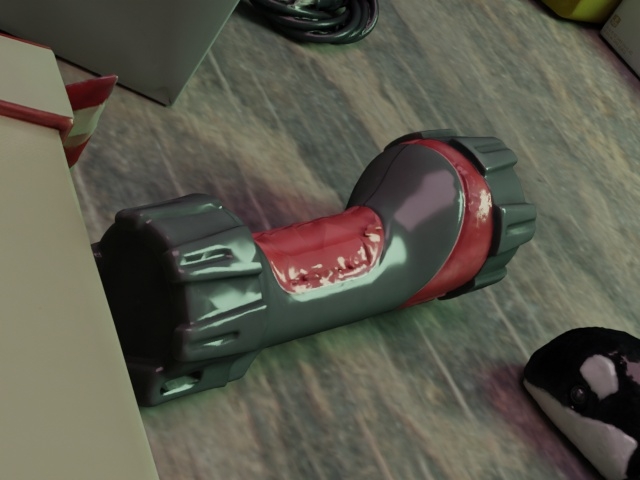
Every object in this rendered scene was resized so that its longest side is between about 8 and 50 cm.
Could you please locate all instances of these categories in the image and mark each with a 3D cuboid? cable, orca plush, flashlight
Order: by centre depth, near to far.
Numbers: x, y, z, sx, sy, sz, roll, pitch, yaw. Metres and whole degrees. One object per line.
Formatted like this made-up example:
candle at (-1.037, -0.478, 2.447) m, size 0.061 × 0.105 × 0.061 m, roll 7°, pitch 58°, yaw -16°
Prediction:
flashlight at (0.000, 0.000, 0.972) m, size 0.304 × 0.103 × 0.103 m, roll -11°, pitch 53°, yaw -52°
orca plush at (0.254, 0.135, 1.028) m, size 0.287 × 0.102 × 0.151 m, roll 48°, pitch 33°, yaw 21°
cable at (-0.025, -0.215, 1.310) m, size 0.150 × 0.047 × 0.184 m, roll 22°, pitch 32°, yaw -21°

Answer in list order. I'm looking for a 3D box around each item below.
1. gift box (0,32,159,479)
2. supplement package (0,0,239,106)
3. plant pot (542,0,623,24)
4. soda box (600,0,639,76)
gift box at (-0.196, 0.036, 0.570) m, size 0.255 × 0.276 × 0.258 m, roll 18°, pitch 32°, yaw -35°
supplement package at (-0.113, -0.251, 1.060) m, size 0.204 × 0.262 × 0.145 m, roll 24°, pitch 32°, yaw -20°
plant pot at (0.245, -0.312, 1.574) m, size 0.212 × 0.212 × 0.187 m, roll 44°, pitch 42°, yaw 16°
soda box at (0.337, -0.133, 1.521) m, size 0.069 × 0.074 × 0.216 m, roll -1°, pitch 46°, yaw -45°
